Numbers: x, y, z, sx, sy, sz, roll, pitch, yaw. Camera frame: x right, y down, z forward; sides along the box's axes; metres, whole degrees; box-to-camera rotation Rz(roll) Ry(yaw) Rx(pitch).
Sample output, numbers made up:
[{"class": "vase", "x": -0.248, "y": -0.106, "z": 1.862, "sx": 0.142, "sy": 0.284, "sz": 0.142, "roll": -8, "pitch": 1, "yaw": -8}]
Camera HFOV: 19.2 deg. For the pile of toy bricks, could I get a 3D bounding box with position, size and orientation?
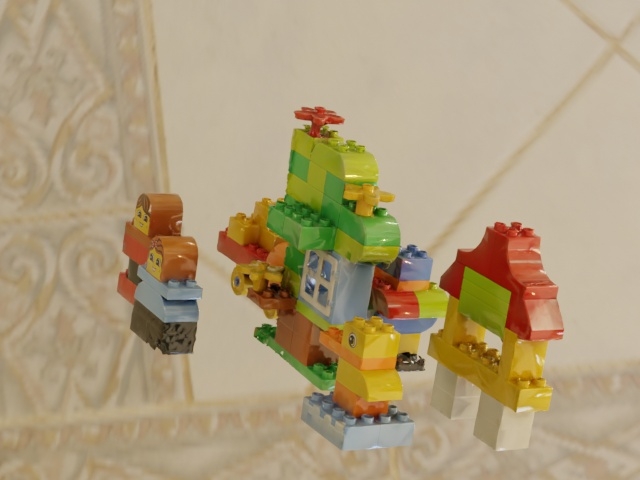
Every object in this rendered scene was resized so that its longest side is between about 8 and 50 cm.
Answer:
[{"class": "pile of toy bricks", "x": 0.000, "y": 0.000, "z": 0.759, "sx": 0.118, "sy": 0.212, "sz": 0.105, "roll": 0, "pitch": 107, "yaw": -31}]
